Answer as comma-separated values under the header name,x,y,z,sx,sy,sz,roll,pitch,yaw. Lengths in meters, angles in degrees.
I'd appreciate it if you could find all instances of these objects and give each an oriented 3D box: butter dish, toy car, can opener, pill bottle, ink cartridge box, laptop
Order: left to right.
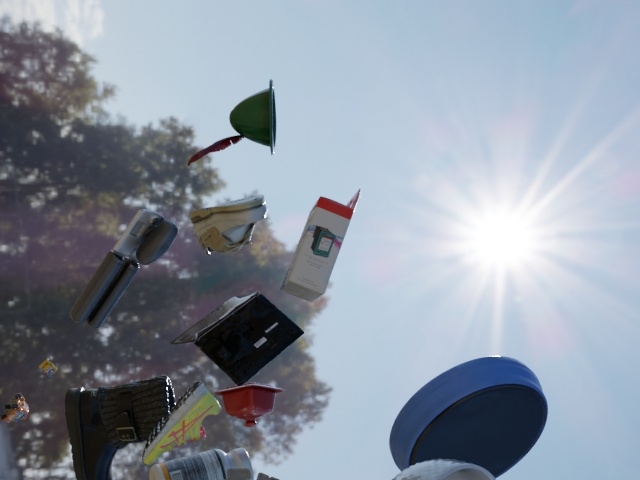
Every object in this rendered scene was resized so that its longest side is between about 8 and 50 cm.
name,x,y,z,sx,sy,sz,roll,pitch,yaw
toy car,-0.514,0.275,1.317,0.122,0.040,0.060,-48,-157,-10
can opener,-0.396,0.059,1.470,0.280,0.074,0.093,-52,-138,7
pill bottle,-0.348,0.705,2.161,0.162,0.279,0.162,27,-60,60
laptop,-0.221,0.255,1.926,0.264,0.234,0.136,39,-36,20
butter dish,-0.206,0.484,2.149,0.160,0.160,0.118,-16,-114,29
ink cartridge box,0.000,0.000,1.500,0.134,0.078,0.231,131,-20,-74

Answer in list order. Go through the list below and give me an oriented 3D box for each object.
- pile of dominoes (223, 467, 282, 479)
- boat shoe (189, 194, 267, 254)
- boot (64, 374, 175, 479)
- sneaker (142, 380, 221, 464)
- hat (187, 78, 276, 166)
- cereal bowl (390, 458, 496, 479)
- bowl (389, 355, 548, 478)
name,x,y,z,sx,sy,sz,roll,pitch,yaw
pile of dominoes,-0.158,0.641,1.686,0.251,0.196,0.040,-71,-175,-58
boat shoe,-0.183,-0.029,1.535,0.302,0.113,0.103,-7,-84,65
boot,-0.490,0.504,1.869,0.131,0.260,0.347,-111,-161,-59
sneaker,-0.293,0.404,1.562,0.208,0.094,0.081,-48,-168,1
hat,-0.195,-0.272,1.653,0.208,0.184,0.172,-92,-179,-73
cereal bowl,0.161,0.517,1.195,0.141,0.339,0.338,2,-84,44
bowl,0.353,0.441,1.715,0.077,0.391,0.391,-122,-143,-50
